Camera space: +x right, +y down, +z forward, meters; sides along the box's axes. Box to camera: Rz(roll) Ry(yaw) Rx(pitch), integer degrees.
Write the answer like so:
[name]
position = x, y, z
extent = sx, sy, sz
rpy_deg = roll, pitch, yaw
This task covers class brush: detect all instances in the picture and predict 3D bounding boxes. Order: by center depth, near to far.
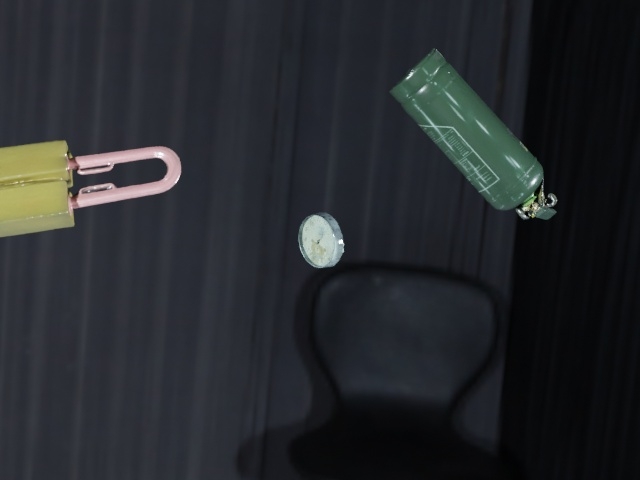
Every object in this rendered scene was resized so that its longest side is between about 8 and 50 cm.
[brush]
position = -0.279, -0.069, 1.604
extent = 0.234, 0.103, 0.047
rpy_deg = -8, -26, 0

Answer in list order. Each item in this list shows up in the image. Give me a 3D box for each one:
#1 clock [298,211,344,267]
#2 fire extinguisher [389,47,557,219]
[clock]
position = 0.000, 0.000, 2.029
extent = 0.017, 0.085, 0.085
rpy_deg = -11, 18, -43
[fire extinguisher]
position = 0.237, -0.138, 1.993
extent = 0.311, 0.095, 0.114
rpy_deg = 47, 16, -5
